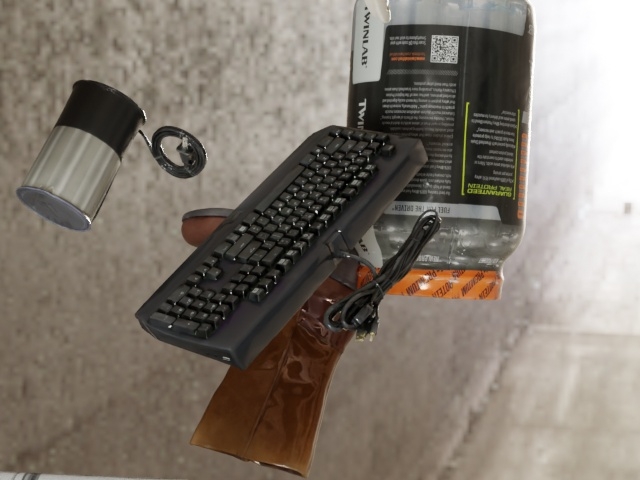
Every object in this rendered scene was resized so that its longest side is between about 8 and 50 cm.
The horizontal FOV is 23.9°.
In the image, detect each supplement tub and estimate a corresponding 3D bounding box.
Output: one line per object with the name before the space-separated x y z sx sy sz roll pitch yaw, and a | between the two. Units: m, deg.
supplement tub | 0.130 -0.106 1.684 0.207 0.207 0.338 8 85 -77

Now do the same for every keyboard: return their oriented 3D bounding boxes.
keyboard | 0.000 0.000 1.310 0.317 0.201 0.033 -49 143 -39

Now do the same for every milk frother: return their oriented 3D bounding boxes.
milk frother | -0.209 -0.070 1.541 0.135 0.143 0.129 -66 149 -20

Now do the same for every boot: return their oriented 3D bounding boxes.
boot | -0.090 0.118 1.809 0.096 0.264 0.280 64 47 -76

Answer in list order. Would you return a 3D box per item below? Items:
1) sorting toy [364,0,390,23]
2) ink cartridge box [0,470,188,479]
sorting toy | 0.032 -0.191 1.072 0.083 0.044 0.075 -113 -175 -75
ink cartridge box | -0.200 0.270 0.977 0.129 0.307 0.223 43 52 -51
